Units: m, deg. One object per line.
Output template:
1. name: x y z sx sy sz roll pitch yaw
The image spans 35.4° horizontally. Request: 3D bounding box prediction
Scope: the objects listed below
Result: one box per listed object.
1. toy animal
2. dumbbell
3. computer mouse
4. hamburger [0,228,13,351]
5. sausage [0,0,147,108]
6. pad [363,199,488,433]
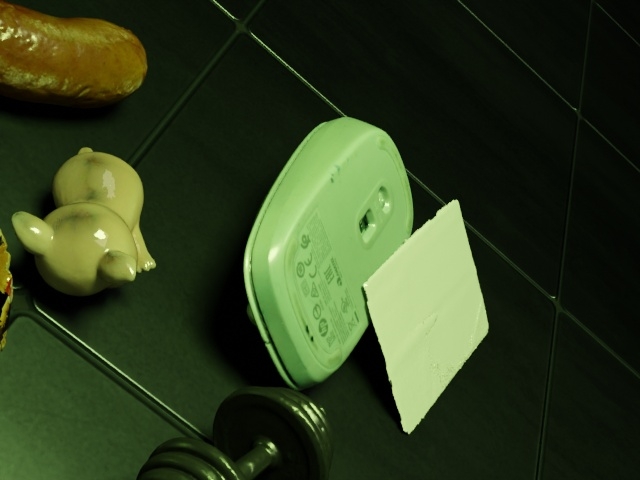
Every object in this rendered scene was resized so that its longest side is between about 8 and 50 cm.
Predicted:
1. toy animal: -0.173 -0.016 0.746 0.150 0.083 0.089 -98 176 -50
2. dumbbell: -0.057 0.162 0.689 0.099 0.099 0.208 53 37 6
3. computer mouse: -0.005 0.000 0.888 0.288 0.097 0.160 -54 134 -46
4. hamburger: -0.292 0.033 0.561 0.231 0.107 0.231 24 49 -32
5. sausage: -0.271 -0.168 0.786 0.302 0.076 0.103 19 45 -35
6. pad: 0.109 0.066 0.969 0.232 0.004 0.157 -37 116 -54
